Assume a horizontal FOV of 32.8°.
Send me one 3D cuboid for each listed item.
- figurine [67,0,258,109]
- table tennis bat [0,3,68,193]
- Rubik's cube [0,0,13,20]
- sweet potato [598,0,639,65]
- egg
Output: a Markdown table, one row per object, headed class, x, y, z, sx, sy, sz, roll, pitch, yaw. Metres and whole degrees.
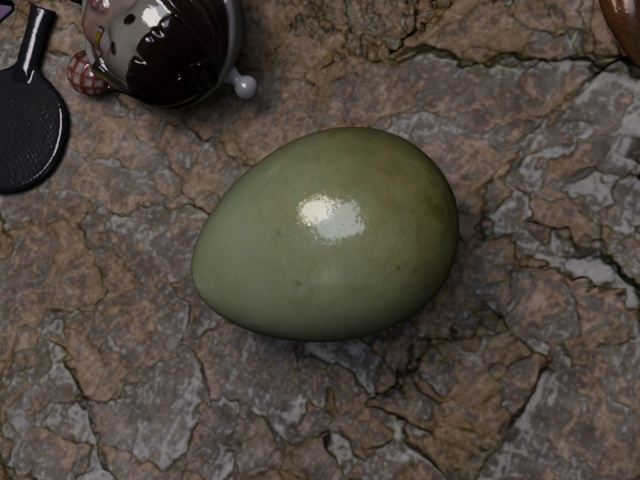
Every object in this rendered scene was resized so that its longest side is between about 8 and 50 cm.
| class | x | y | z | sx | sy | sz | roll | pitch | yaw |
| --- | --- | --- | --- | --- | --- | --- | --- | --- | --- |
| figurine | -0.213 | -0.293 | 1.252 | 0.370 | 0.167 | 0.281 | 52 | 127 | 22 |
| table tennis bat | -0.369 | -0.173 | 1.325 | 0.150 | 0.027 | 0.236 | 13 | 85 | 12 |
| Rubik's cube | -0.470 | -0.259 | 1.348 | 0.178 | 0.211 | 0.191 | -4 | 114 | -11 |
| sweet potato | 0.334 | -0.320 | 1.209 | 0.078 | 0.058 | 0.255 | 1 | 79 | -6 |
| egg | 0.000 | 0.000 | 1.138 | 0.295 | 0.218 | 0.219 | -17 | 79 | 19 |
